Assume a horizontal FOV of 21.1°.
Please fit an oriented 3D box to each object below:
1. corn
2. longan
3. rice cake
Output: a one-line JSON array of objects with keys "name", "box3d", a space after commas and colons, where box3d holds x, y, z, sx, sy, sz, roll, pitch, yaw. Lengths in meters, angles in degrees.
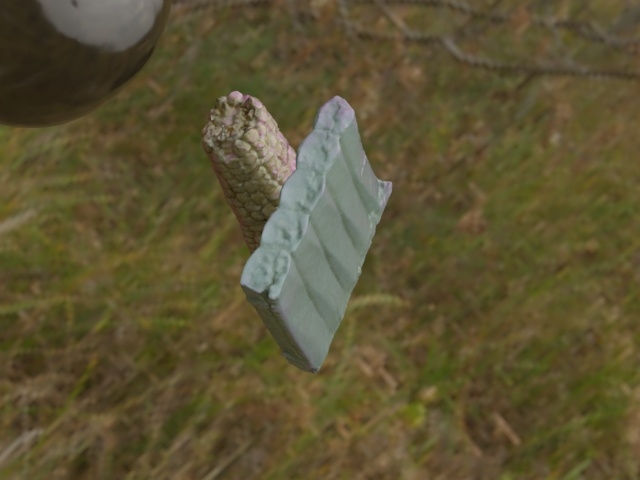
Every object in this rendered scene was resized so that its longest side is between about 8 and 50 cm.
[{"name": "corn", "box3d": [-0.055, -0.050, 2.231, 0.127, 0.126, 0.335, -106, 175, -46]}, {"name": "longan", "box3d": [-0.320, -0.263, 1.868, 0.350, 0.288, 0.288, 23, 32, -60]}, {"name": "rice cake", "box3d": [0.000, 0.000, 1.366, 0.037, 0.189, 0.198, 20, -9, 18]}]
